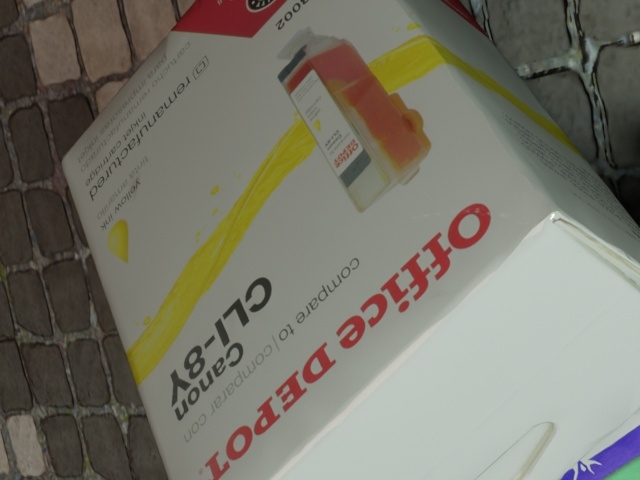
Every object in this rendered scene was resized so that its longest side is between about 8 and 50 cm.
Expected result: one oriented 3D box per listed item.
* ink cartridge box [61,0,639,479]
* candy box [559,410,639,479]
[{"bbox_3d":[0.013,-0.006,0.864,0.279,0.160,0.385,-46,42,16],"label":"ink cartridge box"},{"bbox_3d":[0.198,0.188,0.875,0.268,0.122,0.317,-36,75,28],"label":"candy box"}]
